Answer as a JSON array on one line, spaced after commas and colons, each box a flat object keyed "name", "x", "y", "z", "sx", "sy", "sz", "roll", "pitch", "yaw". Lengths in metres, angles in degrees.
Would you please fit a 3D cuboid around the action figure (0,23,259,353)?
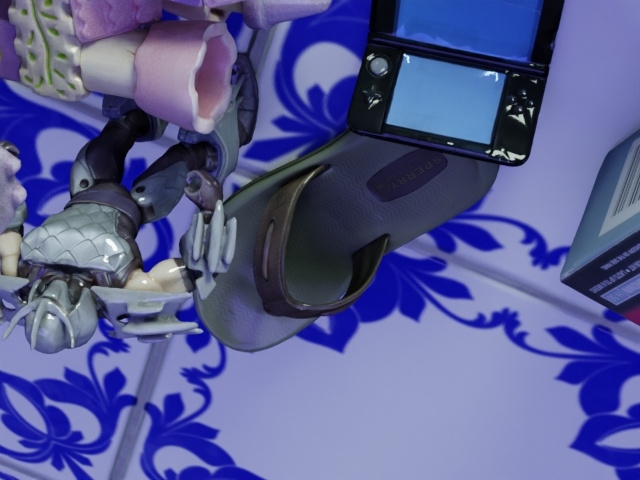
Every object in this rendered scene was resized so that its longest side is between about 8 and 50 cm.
[{"name": "action figure", "x": -0.131, "y": -0.031, "z": 0.833, "sx": 0.185, "sy": 0.285, "sz": 0.099, "roll": 14, "pitch": 133, "yaw": 6}]

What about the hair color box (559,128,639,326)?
[{"name": "hair color box", "x": 0.362, "y": 0.043, "z": 0.807, "sx": 0.374, "sy": 0.114, "sz": 0.185, "roll": 28, "pitch": 156, "yaw": -7}]

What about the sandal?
[{"name": "sandal", "x": 0.000, "y": -0.001, "z": 0.951, "sx": 0.120, "sy": 0.086, "sz": 0.303, "roll": 38, "pitch": 132, "yaw": -15}]

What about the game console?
[{"name": "game console", "x": 0.084, "y": -0.117, "z": 0.832, "sx": 0.122, "sy": 0.107, "sz": 0.071, "roll": 13, "pitch": 162, "yaw": 9}]

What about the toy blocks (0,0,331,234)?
[{"name": "toy blocks", "x": -0.095, "y": -0.166, "z": 0.681, "sx": 0.260, "sy": 0.309, "sz": 0.289, "roll": 14, "pitch": 134, "yaw": 16}]
